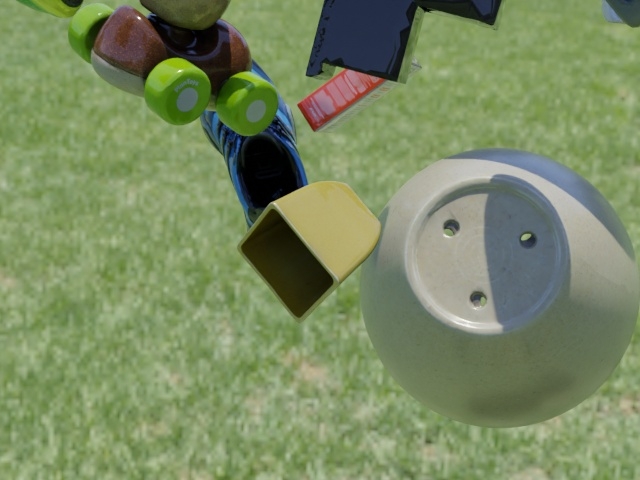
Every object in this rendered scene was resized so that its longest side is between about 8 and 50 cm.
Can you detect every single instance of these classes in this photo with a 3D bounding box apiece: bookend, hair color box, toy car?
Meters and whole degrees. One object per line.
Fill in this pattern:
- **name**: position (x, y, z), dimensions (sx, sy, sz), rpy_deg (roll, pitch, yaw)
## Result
- **bookend**: position (0.086, -0.194, 1.058), dimensions (0.157, 0.156, 0.072), rpy_deg (15, 7, 10)
- **hair color box**: position (0.047, -0.185, 1.520), dimensions (0.141, 0.043, 0.072), rpy_deg (-34, -7, 16)
- **toy car**: position (-0.102, -0.207, 1.063), dimensions (0.149, 0.188, 0.155), rpy_deg (4, 25, -46)

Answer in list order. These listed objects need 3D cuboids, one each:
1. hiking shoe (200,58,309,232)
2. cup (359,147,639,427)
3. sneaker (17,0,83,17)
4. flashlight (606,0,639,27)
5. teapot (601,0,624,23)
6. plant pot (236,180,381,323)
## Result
- **hiking shoe**: position (-0.071, -0.122, 1.526), dimensions (0.113, 0.304, 0.132), rpy_deg (-20, -20, -10)
- **cup**: position (0.190, 0.034, 1.397), dimensions (0.331, 0.331, 0.237), rpy_deg (7, -10, 12)
- **sneaker**: position (-0.291, -0.263, 0.913), dimensions (0.295, 0.109, 0.123), rpy_deg (33, -25, -34)
- **flashlight**: position (0.048, -0.221, 0.382), dimensions (0.103, 0.304, 0.103), rpy_deg (-37, -4, -17)
- **teapot**: position (0.257, -0.387, 1.350), dimensions (0.252, 0.187, 0.256), rpy_deg (29, 33, -13)
- **plant pot**: position (0.000, 0.000, 1.004), dimensions (0.083, 0.081, 0.081), rpy_deg (-35, -8, -36)
